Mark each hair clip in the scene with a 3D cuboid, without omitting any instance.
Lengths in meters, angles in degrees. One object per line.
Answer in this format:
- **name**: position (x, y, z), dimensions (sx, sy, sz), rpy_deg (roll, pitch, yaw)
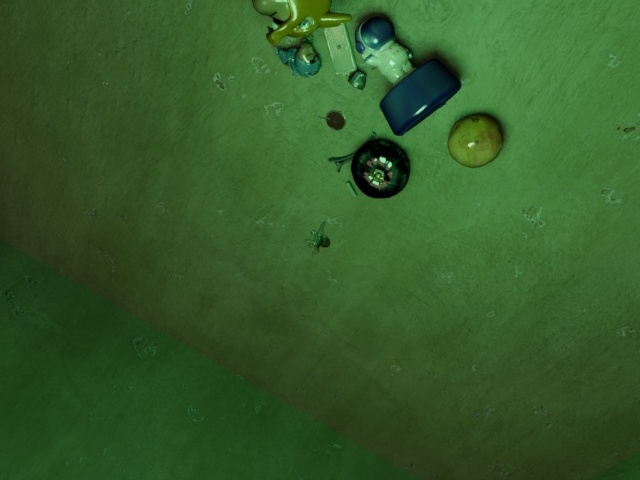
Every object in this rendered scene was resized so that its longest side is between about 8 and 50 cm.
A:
- **hair clip**: position (0.137, -0.356, 1.981), dimensions (0.229, 0.039, 0.070), rpy_deg (-31, 108, 30)

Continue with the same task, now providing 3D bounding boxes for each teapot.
- **teapot**: position (0.134, -0.581, 1.791), dimensions (0.066, 0.088, 0.057), rpy_deg (38, 116, 12)

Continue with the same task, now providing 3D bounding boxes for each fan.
- **fan**: position (0.037, -0.475, 1.952), dimensions (0.133, 0.005, 0.085), rpy_deg (12, 127, 12)

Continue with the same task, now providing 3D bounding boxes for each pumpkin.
- **pumpkin**: position (0.230, -0.275, 1.915), dimensions (0.232, 0.163, 0.233), rpy_deg (8, 126, 12)

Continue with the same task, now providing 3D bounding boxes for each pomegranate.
- **pomegranate**: position (0.539, -0.342, 1.734), dimensions (0.191, 0.191, 0.191), rpy_deg (11, 126, 15)

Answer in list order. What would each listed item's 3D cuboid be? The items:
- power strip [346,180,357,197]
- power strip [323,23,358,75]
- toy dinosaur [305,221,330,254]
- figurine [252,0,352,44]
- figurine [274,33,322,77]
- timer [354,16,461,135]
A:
- **power strip**: position (0.132, -0.213, 2.082), dimensions (0.017, 0.027, 0.083), rpy_deg (-20, 116, 31)
- **power strip**: position (0.071, -0.684, 1.774), dimensions (0.081, 0.035, 0.192), rpy_deg (-6, 120, 25)
- **toy dinosaur**: position (0.001, -0.003, 2.278), dimensions (0.106, 0.044, 0.187), rpy_deg (35, 117, -21)
- **figurine**: position (-0.070, -0.848, 1.559), dimensions (0.400, 0.268, 0.387), rpy_deg (-10, 110, 23)
- **figurine**: position (-0.077, -0.675, 1.801), dimensions (0.178, 0.114, 0.145), rpy_deg (24, 127, 15)
- **timer**: position (0.254, -0.577, 1.666), dimensions (0.270, 0.270, 0.384), rpy_deg (-36, 91, 36)
